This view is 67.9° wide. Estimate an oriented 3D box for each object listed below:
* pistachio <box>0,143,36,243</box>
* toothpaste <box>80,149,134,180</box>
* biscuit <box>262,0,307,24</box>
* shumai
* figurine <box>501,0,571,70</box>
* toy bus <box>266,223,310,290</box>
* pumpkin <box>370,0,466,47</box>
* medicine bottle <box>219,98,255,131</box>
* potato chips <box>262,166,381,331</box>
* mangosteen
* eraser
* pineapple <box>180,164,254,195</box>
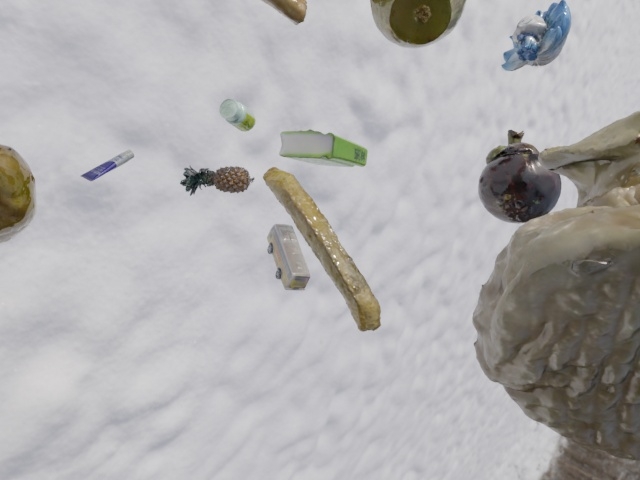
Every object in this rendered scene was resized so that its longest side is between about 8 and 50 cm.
[{"bbox_3d":[-0.364,-0.040,0.498,0.110,0.189,0.100,39,54,-42],"label":"pistachio"},{"bbox_3d":[-0.309,-0.109,0.697,0.083,0.024,0.015,-46,152,-41],"label":"toothpaste"},{"bbox_3d":[-0.218,-0.782,1.289,0.446,0.429,0.104,30,120,-19],"label":"biscuit"},{"bbox_3d":[0.282,0.029,0.425,0.314,0.267,0.262,56,36,-30],"label":"shumai"},{"bbox_3d":[0.321,-0.306,0.700,0.114,0.079,0.114,-60,-168,22],"label":"figurine"},{"bbox_3d":[-0.115,0.053,1.660,0.092,0.268,0.106,4,133,-28],"label":"toy bus"},{"bbox_3d":[0.213,-0.525,1.040,0.110,0.218,0.217,-76,169,-55],"label":"pumpkin"},{"bbox_3d":[-0.168,-0.254,0.967,0.047,0.047,0.083,-65,165,4],"label":"medicine bottle"},{"bbox_3d":[0.000,0.000,0.944,0.057,0.407,0.080,-26,164,-26],"label":"potato chips"},{"bbox_3d":[0.416,-0.123,1.004,0.184,0.173,0.172,-75,168,-54],"label":"mangosteen"},{"bbox_3d":[0.016,-0.309,1.632,0.274,0.210,0.092,-1,98,-64],"label":"eraser"},{"bbox_3d":[-0.311,-0.184,1.449,0.083,0.222,0.103,91,-1,-47],"label":"pineapple"}]
